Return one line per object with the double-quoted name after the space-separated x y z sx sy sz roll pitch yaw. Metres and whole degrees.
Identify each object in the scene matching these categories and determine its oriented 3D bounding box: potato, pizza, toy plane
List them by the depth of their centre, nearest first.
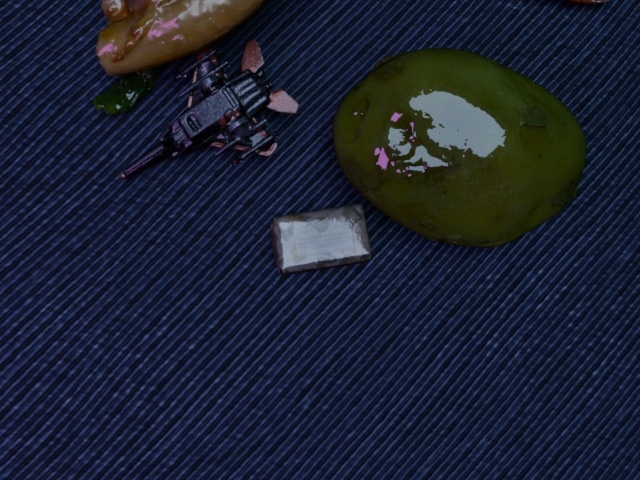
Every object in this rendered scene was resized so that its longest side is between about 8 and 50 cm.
-0.118 -0.350 0.642 0.277 0.114 0.409 37 93 12 "pizza"
0.137 -0.089 0.670 0.253 0.148 0.186 5 81 -7 "potato"
-0.121 -0.117 0.680 0.189 0.061 0.130 -34 91 -10 "toy plane"

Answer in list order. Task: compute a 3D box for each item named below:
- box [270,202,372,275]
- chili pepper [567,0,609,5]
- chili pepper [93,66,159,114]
0.000 0.000 0.694 0.098 0.045 0.062 -11 85 -8 "box"
0.259 -0.299 0.761 0.268 0.059 0.050 1 43 -5 "chili pepper"
-0.193 -0.162 0.695 0.030 0.034 0.091 31 80 30 "chili pepper"
